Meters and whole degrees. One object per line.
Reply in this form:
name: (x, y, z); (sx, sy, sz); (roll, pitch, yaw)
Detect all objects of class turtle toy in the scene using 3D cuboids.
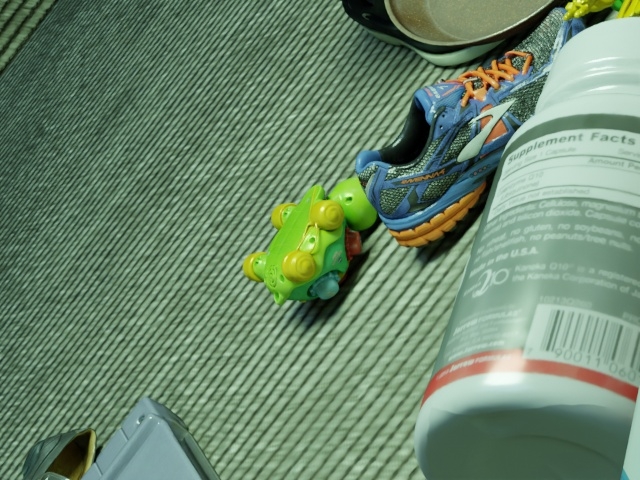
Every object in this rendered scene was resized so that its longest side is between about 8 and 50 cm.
turtle toy: (0.000, 0.000, 1.630); (0.130, 0.066, 0.095); (-60, 24, -16)

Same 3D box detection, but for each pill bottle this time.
pill bottle: (0.164, 0.021, 1.130); (0.161, 0.161, 0.283); (-29, 32, 48)

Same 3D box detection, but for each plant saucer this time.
plant saucer: (0.144, -0.224, 1.580); (0.198, 0.036, 0.198); (-20, 47, 23)

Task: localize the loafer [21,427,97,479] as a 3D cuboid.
loafer: (-0.243, 0.231, 1.797); (0.061, 0.062, 0.170); (-36, 29, 29)

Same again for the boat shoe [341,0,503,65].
boat shoe: (0.086, -0.239, 1.746); (0.127, 0.113, 0.340); (-54, 21, -2)

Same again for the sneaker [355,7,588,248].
sneaker: (0.115, -0.093, 1.497); (0.221, 0.087, 0.083); (-47, 24, 6)

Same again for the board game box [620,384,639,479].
board game box: (0.188, 0.201, 0.741); (0.336, 0.079, 0.254); (-121, 38, -70)

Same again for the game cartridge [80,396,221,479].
game cartridge: (-0.157, 0.273, 1.560); (0.230, 0.068, 0.355); (-49, 21, 0)

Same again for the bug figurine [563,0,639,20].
bug figurine: (0.279, -0.247, 1.413); (0.279, 0.072, 0.216); (-63, 15, -13)
